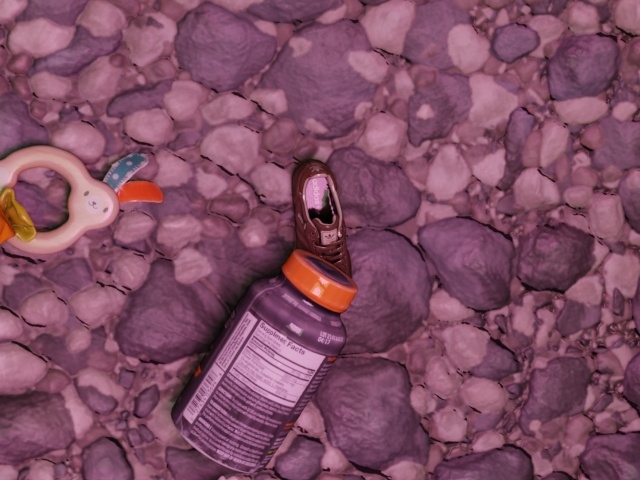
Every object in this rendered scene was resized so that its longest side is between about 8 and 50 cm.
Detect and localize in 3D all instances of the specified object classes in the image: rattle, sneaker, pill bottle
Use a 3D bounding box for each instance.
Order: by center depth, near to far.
[{"bbox_3d":[-0.280,-0.050,1.646,0.200,0.143,0.130,0,78,-2],"label":"rattle"},{"bbox_3d":[-0.056,0.132,1.681,0.130,0.130,0.245,31,100,-10],"label":"pill bottle"},{"bbox_3d":[0.000,0.000,1.719,0.066,0.071,0.188,-13,98,-6],"label":"sneaker"}]

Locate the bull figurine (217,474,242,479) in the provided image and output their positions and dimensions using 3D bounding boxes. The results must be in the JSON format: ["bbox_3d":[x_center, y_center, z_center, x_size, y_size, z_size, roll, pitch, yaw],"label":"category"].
[{"bbox_3d":[-0.073,0.424,1.700,0.310,0.101,0.188,42,62,1],"label":"bull figurine"}]
